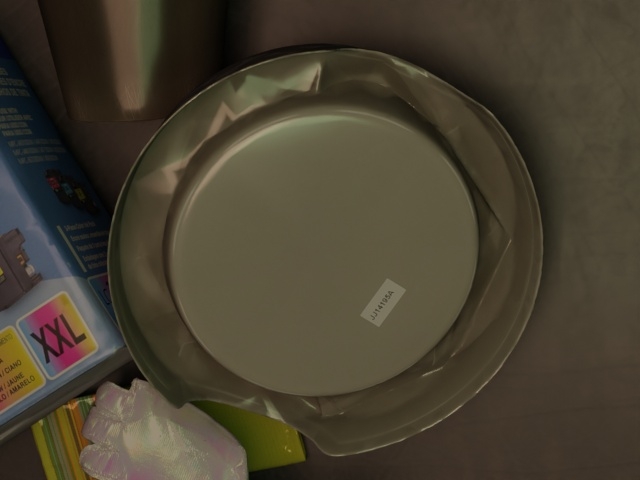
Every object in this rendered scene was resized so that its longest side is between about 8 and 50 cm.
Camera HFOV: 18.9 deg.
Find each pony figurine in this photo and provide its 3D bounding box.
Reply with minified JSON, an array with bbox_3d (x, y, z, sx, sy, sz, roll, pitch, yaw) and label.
[{"bbox_3d":[-0.102,0.315,1.575,0.351,0.363,0.302,16,115,21],"label":"pony figurine"}]

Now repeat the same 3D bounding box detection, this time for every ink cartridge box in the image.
[{"bbox_3d":[-0.348,-0.014,1.638,0.270,0.151,0.395,-33,83,13],"label":"ink cartridge box"}]

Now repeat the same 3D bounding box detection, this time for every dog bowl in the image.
[{"bbox_3d":[0.000,0.000,1.554,0.349,0.102,0.348,-3,112,-7],"label":"dog bowl"}]

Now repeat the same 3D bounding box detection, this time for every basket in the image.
[{"bbox_3d":[-0.157,-0.217,1.587,0.204,0.154,0.227,-2,101,4],"label":"basket"}]

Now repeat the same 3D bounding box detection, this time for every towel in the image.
[{"bbox_3d":[-0.136,0.171,1.702,0.237,0.021,0.102,-13,101,11],"label":"towel"}]

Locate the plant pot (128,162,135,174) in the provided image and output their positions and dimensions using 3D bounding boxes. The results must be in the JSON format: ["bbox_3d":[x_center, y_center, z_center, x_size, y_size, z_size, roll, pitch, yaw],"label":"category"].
[{"bbox_3d":[-0.130,-0.032,1.647,0.083,0.083,0.079,-20,80,13],"label":"plant pot"}]
